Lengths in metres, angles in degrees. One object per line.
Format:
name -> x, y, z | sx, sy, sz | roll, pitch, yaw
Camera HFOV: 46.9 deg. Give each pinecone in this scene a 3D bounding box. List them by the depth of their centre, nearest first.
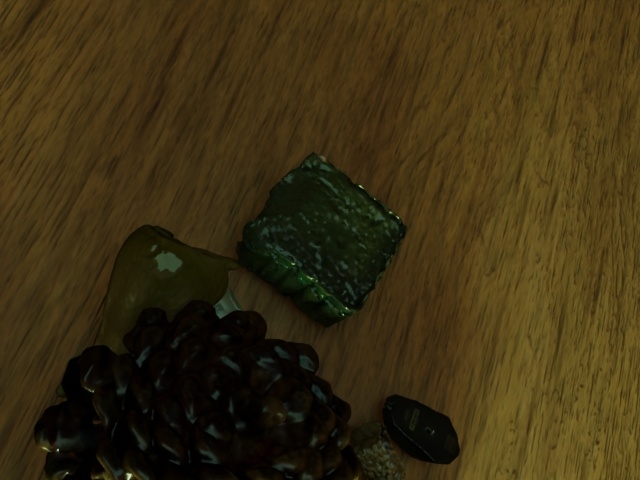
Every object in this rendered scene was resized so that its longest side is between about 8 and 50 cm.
pinecone -> -0.167, 0.278, 0.947 | 0.397, 0.398, 0.398 | 7, 70, -21

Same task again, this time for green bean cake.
green bean cake -> 0.000, 0.000, 1.336 | 0.255, 0.132, 0.241 | 36, 62, -6

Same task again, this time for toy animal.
toy animal -> -0.277, 0.147, 1.159 | 0.181, 0.180, 0.363 | 26, 106, 9

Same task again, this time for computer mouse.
computer mouse -> 0.175, 0.344, 1.331 | 0.172, 0.057, 0.099 | 36, 50, -7

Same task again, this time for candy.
candy -> 0.098, 0.371, 1.269 | 0.085, 0.095, 0.110 | -33, 99, 13

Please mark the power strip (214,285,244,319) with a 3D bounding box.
power strip -> -0.162, 0.150, 1.272 | 0.080, 0.029, 0.227 | -30, 86, -26
